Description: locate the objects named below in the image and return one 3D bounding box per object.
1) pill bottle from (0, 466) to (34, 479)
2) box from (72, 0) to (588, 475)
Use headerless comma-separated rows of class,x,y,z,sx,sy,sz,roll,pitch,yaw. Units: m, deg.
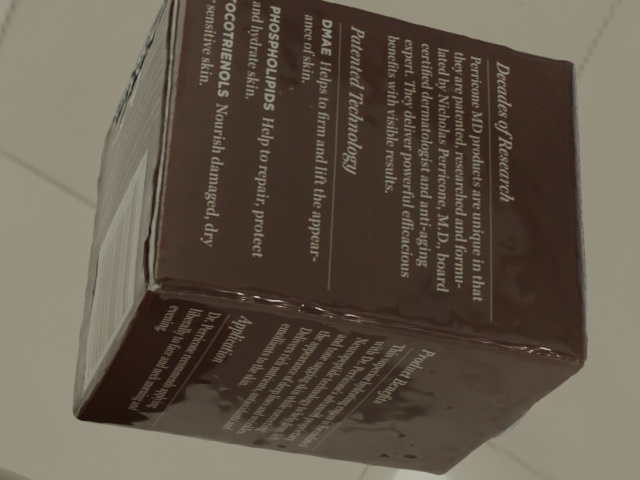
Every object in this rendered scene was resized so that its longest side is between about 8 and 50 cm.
pill bottle,-0.189,0.184,0.623,0.210,0.363,0.210,-4,71,11
box,0.000,0.000,0.733,0.203,0.168,0.167,11,60,-16
